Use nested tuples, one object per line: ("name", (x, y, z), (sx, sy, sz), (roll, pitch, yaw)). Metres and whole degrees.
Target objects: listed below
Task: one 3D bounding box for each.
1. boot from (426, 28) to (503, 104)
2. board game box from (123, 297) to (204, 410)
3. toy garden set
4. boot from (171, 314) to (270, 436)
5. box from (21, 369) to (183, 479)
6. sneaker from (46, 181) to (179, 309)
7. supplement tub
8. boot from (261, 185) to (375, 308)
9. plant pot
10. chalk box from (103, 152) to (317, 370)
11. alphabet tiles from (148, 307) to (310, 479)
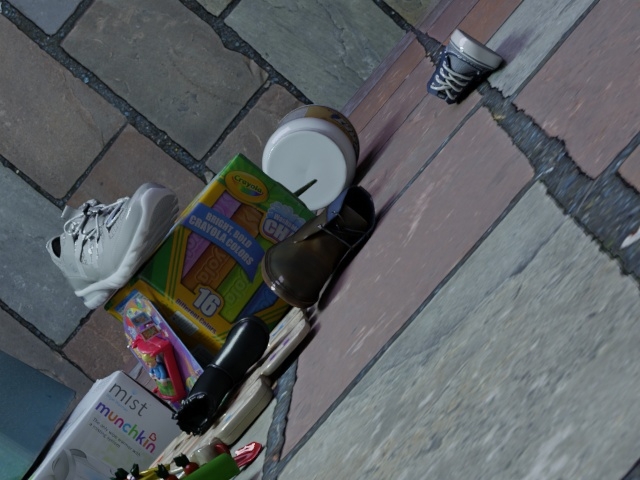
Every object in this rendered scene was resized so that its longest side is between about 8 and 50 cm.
("boot", (0.171, -0.204, 1.579), (0.086, 0.069, 0.190), (-56, -3, 10))
("board game box", (-0.202, 0.154, 1.592), (0.033, 0.169, 0.133), (-31, -14, -32))
("toy garden set", (-0.165, 0.225, 1.153), (0.244, 0.049, 0.204), (-31, -4, 36))
("boot", (-0.105, 0.143, 1.357), (0.121, 0.045, 0.099), (-53, 0, 33))
("box", (-0.302, 0.301, 1.637), (0.231, 0.126, 0.262), (-53, 6, -24))
("sneaker", (-0.266, -0.003, 1.569), (0.281, 0.115, 0.105), (-39, 12, 52))
("supplement tub", (-0.014, -0.128, 2.015), (0.144, 0.144, 0.200), (-49, 7, 14))
("boot", (0.000, 0.000, 1.468), (0.106, 0.082, 0.219), (-50, 3, 19))
("plant pot", (-0.505, 0.252, 1.653), (0.247, 0.252, 0.248), (-52, 6, 11))
("chalk box", (-0.111, 0.019, 1.688), (0.289, 0.179, 0.180), (-54, 8, -29))
("alphabet tiles", (-0.105, 0.185, 1.405), (0.278, 0.021, 0.284), (-48, 7, 2))
